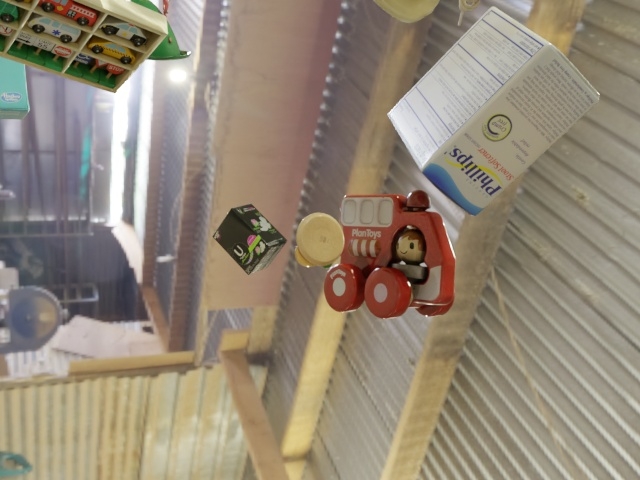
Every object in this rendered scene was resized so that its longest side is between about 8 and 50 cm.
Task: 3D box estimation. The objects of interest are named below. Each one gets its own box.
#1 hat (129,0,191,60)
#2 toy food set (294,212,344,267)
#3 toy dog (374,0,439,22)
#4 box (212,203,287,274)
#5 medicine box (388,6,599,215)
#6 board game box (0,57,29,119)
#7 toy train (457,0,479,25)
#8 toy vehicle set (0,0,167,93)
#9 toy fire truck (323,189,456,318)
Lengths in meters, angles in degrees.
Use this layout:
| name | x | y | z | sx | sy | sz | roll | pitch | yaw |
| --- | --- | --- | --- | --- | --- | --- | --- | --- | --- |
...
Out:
| name | x | y | z | sx | sy | sz | roll | pitch | yaw |
| --- | --- | --- | --- | --- | --- | --- | --- | --- | --- |
| hat | -0.316 | -0.424 | 1.252 | 0.208 | 0.173 | 0.183 | -131 | -138 | -64 |
| toy food set | 0.000 | 0.000 | 1.054 | 0.020 | 0.083 | 0.083 | -15 | -105 | 62 |
| toy dog | 0.022 | -0.576 | 1.088 | 0.407 | 0.396 | 0.284 | 55 | -45 | 30 |
| box | -0.104 | -0.003 | 1.035 | 0.083 | 0.052 | 0.062 | 46 | -62 | 14 |
| medicine box | 0.292 | -0.237 | 1.262 | 0.289 | 0.149 | 0.263 | -46 | -153 | 18 |
| board game box | -0.697 | -0.399 | 1.312 | 0.079 | 0.254 | 0.335 | -12 | -96 | 58 |
| toy train | 0.319 | -0.449 | 1.170 | 0.143 | 0.105 | 0.247 | 38 | -42 | 29 |
| toy vehicle set | -0.376 | -0.305 | 0.998 | 0.166 | 0.267 | 0.035 | -32 | -123 | 41 |
| toy fire truck | 0.144 | 0.025 | 1.434 | 0.302 | 0.170 | 0.253 | 2 | -90 | 51 |
